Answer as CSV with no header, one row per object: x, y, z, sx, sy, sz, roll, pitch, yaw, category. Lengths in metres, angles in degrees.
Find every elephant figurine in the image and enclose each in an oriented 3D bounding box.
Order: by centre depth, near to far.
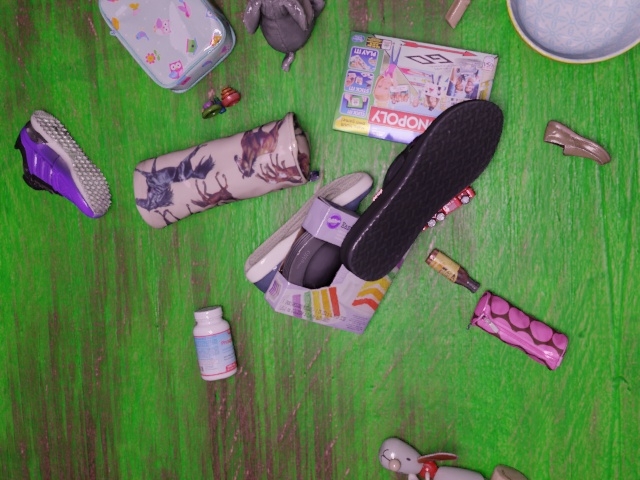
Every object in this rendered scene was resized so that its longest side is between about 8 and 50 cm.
-0.092,-0.489,1.190,0.169,0.239,0.186,-40,88,11,elephant figurine

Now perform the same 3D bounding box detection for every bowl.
0.498,-0.477,1.132,0.289,0.156,0.290,1,96,9,bowl

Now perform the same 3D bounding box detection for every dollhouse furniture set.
0.313,-0.509,1.237,0.081,0.091,0.114,9,128,-31,dollhouse furniture set

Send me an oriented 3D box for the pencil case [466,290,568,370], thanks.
0.424,0.196,1.245,0.209,0.098,0.095,28,100,5,pencil case

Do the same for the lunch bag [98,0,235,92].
-0.346,-0.486,1.303,0.224,0.108,0.279,-39,88,14,lunch bag

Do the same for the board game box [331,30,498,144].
0.199,-0.314,1.258,0.316,0.046,0.214,12,97,8,board game box

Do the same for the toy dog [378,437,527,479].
0.288,0.556,1.273,0.333,0.161,0.220,2,96,10,toy dog

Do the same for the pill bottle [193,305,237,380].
-0.251,0.239,1.371,0.087,0.087,0.160,-9,95,11,pill bottle

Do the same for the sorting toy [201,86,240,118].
-0.232,-0.316,1.325,0.101,0.061,0.042,-30,90,-11,sorting toy

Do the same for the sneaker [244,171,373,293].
0.000,0.000,1.298,0.350,0.131,0.148,-41,109,6,sneaker

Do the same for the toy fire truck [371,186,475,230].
0.224,-0.097,1.275,0.192,0.047,0.135,-35,88,11,toy fire truck

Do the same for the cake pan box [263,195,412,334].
0.038,0.059,1.237,0.266,0.070,0.246,23,99,-37,cake pan box

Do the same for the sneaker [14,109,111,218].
-0.626,-0.153,1.396,0.146,0.102,0.293,-38,84,15,sneaker

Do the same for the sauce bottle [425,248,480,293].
0.292,0.069,1.282,0.128,0.042,0.042,35,100,6,sauce bottle

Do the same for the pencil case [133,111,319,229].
-0.215,-0.149,1.282,0.409,0.183,0.160,-16,88,13,pencil case

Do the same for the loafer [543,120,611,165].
0.528,-0.193,1.211,0.148,0.056,0.050,35,101,15,loafer

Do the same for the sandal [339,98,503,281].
0.188,-0.120,1.177,0.446,0.107,0.167,-47,128,-2,sandal
